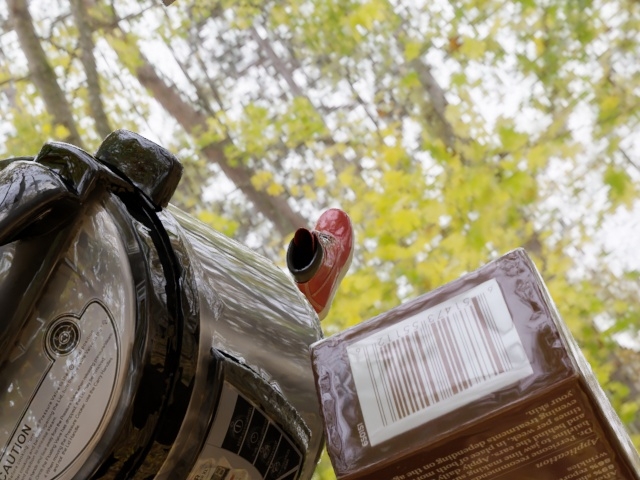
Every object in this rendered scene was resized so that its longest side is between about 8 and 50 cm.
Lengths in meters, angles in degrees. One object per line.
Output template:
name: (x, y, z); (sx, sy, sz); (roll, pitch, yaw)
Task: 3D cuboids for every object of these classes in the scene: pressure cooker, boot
pressure cooker: (-0.228, 0.127, 1.029); (0.375, 0.370, 0.420); (-19, -26, 21)
boot: (0.000, 0.000, 1.956); (0.088, 0.244, 0.176); (6, -40, 14)

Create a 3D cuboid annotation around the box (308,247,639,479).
box: (0.164, 0.195, 0.920); (0.191, 0.143, 0.381); (-26, -49, 11)

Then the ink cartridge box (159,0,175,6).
ink cartridge box: (-0.169, -0.433, 1.311); (0.186, 0.065, 0.311); (-38, -28, -8)
